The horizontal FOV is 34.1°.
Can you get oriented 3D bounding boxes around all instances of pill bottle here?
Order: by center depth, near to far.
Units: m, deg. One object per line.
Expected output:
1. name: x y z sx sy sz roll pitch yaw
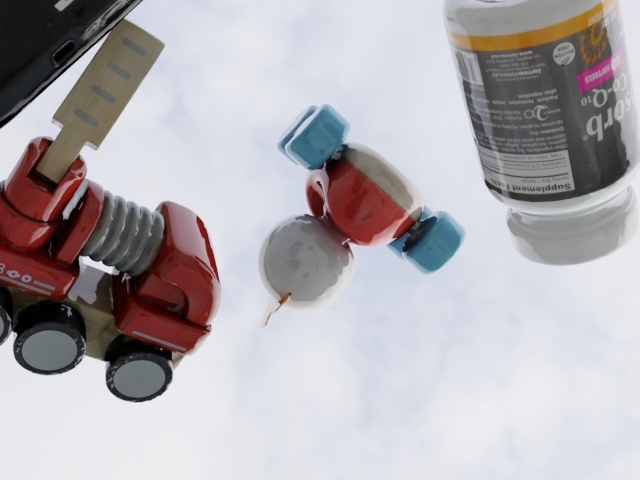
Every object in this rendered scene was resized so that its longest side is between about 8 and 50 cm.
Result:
1. pill bottle: 0.223 -0.124 1.011 0.162 0.162 0.278 -10 -60 16

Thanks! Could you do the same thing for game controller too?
1. game controller: -0.215 -0.215 0.813 0.166 0.067 0.319 40 -104 13

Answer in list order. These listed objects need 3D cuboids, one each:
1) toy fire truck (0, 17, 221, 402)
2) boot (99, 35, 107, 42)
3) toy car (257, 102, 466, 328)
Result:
1. toy fire truck: -0.167 -0.026 0.839 0.246 0.217 0.158 -52 -149 25
2. boot: -0.458 -0.280 1.457 0.338 0.223 0.118 -3 -57 -7
3. toy car: 0.000 0.000 1.211 0.219 0.210 0.238 42 -90 -11
